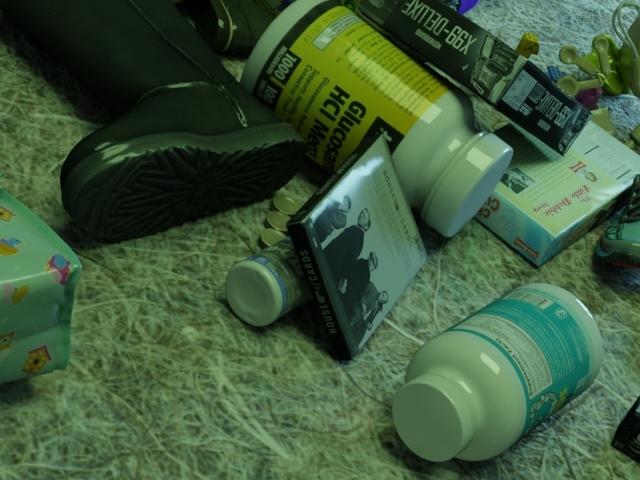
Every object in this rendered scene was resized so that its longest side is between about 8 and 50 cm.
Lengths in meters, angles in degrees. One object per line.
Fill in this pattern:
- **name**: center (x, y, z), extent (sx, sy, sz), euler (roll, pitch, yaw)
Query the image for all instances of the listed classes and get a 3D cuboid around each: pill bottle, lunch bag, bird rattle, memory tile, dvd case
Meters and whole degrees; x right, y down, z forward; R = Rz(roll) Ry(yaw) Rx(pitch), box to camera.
- **pill bottle**: center (0.074, -0.157, 1.904), extent (0.334, 0.188, 0.188), euler (37, 38, 14)
- **lunch bag**: center (-0.390, 0.026, 1.431), extent (0.223, 0.160, 0.262), euler (-12, 40, -36)
- **bird rattle**: center (0.536, -0.261, 2.308), extent (0.143, 0.207, 0.253), euler (-9, 46, -36)
- **memory tile**: center (0.000, 0.000, 1.818), extent (0.148, 0.012, 0.113), euler (22, 37, -6)
- **pill bottle**: center (-0.039, 0.039, 1.691), extent (0.078, 0.078, 0.137), euler (40, 38, 17)
- **dvd case**: center (0.048, 0.003, 1.730), extent (0.029, 0.179, 0.238), euler (-8, 24, 30)
- **pill bottle**: center (0.192, 0.152, 1.642), extent (0.146, 0.146, 0.264), euler (43, 40, 20)

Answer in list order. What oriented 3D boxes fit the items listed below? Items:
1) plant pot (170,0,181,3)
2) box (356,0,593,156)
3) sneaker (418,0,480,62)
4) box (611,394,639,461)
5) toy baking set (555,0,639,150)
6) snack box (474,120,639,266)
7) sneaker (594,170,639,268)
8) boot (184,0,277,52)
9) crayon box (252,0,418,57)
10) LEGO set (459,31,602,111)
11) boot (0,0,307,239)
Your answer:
- **plant pot**: center (-0.225, -0.440, 2.068), extent (0.236, 0.032, 0.236), euler (-2, 71, 6)
- **box**: center (0.212, -0.236, 1.976), extent (0.242, 0.076, 0.307), euler (38, 9, 25)
- **sneaker**: center (0.157, -0.331, 2.245), extent (0.293, 0.102, 0.146), euler (-18, 55, -35)
- **box**: center (0.398, 0.230, 1.744), extent (0.083, 0.062, 0.052), euler (32, 35, 8)
- **toy baking set**: center (0.469, -0.249, 2.225), extent (0.197, 0.256, 0.030), euler (52, -2, -12)
- **snack box**: center (0.323, -0.090, 2.083), extent (0.187, 0.060, 0.322), euler (39, 38, 19)
- **sneaker**: center (0.448, -0.048, 2.042), extent (0.104, 0.125, 0.262), euler (10, 26, 24)
- **boot**: center (-0.115, -0.335, 2.110), extent (0.137, 0.077, 0.198), euler (8, 53, -31)
- **crayon box**: center (0.010, -0.392, 2.092), extent (0.323, 0.203, 0.083), euler (31, 35, 22)
- **LEGO set**: center (0.330, -0.257, 2.261), extent (0.227, 0.093, 0.087), euler (12, 39, -19)
- **boot**: center (-0.276, -0.214, 1.786), extent (0.445, 0.146, 0.367), euler (49, 32, 21)
